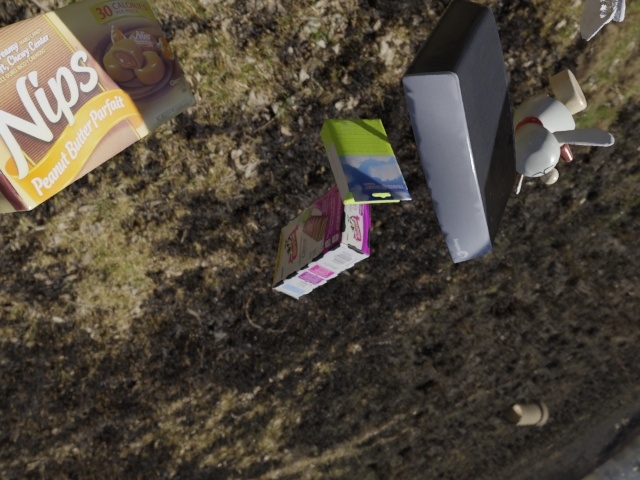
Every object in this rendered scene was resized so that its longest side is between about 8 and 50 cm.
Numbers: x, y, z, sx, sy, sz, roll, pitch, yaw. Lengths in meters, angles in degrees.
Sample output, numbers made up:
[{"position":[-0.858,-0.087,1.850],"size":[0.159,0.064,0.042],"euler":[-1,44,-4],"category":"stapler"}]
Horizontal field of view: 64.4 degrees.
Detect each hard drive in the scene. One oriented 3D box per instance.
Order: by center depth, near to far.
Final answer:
[{"position":[0.167,-0.112,0.566],"size":[0.172,0.054,0.255],"euler":[-58,139,-33],"category":"hard drive"}]

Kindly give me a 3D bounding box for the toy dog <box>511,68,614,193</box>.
[{"position":[0.398,-0.165,0.902],"size":[0.334,0.161,0.220],"euler":[-45,-168,-32],"category":"toy dog"}]

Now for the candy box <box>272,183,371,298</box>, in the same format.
[{"position":[0.000,0.000,1.021],"size":[0.071,0.159,0.233],"euler":[26,140,-26],"category":"candy box"}]

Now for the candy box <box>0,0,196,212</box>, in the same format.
[{"position":[-0.325,-0.196,0.667],"size":[0.316,0.087,0.183],"euler":[-51,128,-42],"category":"candy box"}]

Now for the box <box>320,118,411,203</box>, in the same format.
[{"position":[0.075,-0.130,0.867],"size":[0.108,0.178,0.042],"euler":[-5,150,-20],"category":"box"}]

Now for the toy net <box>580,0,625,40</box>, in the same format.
[{"position":[0.439,-0.380,0.689],"size":[0.045,0.122,0.232],"euler":[1,134,-12],"category":"toy net"}]
